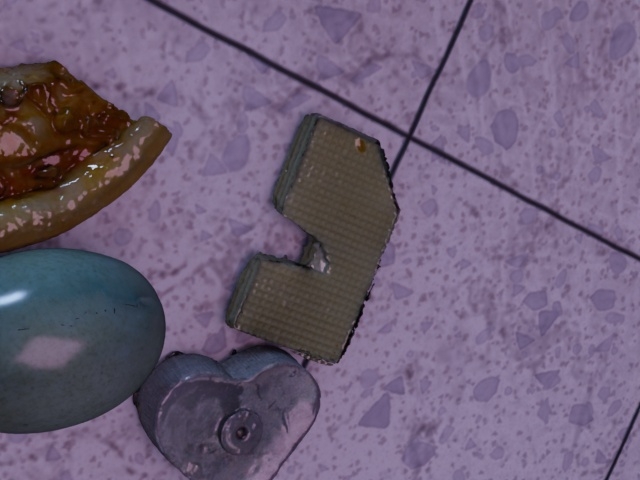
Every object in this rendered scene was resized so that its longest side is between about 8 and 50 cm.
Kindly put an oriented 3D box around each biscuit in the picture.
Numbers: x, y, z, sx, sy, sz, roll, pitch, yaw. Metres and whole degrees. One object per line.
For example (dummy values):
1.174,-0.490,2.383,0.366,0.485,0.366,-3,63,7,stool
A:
0.000,0.000,1.460,0.147,0.046,0.250,19,94,-31,biscuit

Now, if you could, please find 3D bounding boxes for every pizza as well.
-0.309,-0.078,1.248,0.365,0.074,0.182,-8,103,-27,pizza

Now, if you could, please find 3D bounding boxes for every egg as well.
-0.259,0.092,1.265,0.236,0.169,0.169,-11,108,-28,egg

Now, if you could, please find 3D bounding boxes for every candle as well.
-0.097,0.198,1.445,0.192,0.068,0.168,-6,107,-24,candle
